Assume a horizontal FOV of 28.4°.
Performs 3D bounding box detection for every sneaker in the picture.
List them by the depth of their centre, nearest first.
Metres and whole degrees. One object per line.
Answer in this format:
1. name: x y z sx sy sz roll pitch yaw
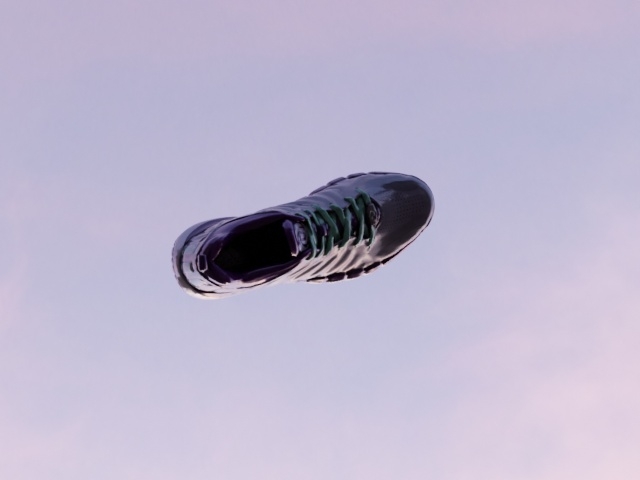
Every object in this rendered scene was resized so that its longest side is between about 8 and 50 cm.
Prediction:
1. sneaker: 0.000 0.000 0.985 0.224 0.098 0.083 -18 -86 -18
